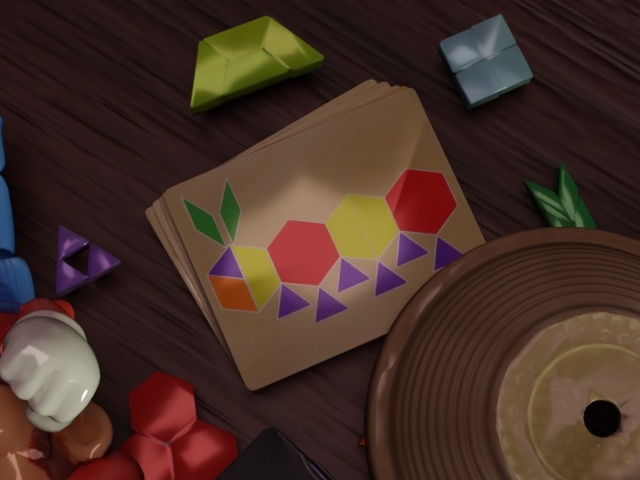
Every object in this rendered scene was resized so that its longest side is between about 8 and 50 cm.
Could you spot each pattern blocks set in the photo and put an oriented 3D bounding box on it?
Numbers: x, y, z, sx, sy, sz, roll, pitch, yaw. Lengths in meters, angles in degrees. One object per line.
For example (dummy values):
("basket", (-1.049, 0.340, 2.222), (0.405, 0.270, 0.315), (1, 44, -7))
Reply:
("pattern blocks set", (0.000, 0.000, 1.033), (0.324, 0.026, 0.285), (-15, 80, -4))

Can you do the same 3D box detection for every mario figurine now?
("mario figurine", (-0.211, 0.065, 0.937), (0.170, 0.198, 0.320), (-19, 67, -9))

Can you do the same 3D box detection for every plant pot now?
("plant pot", (0.145, 0.103, 0.950), (0.237, 0.110, 0.237), (0, 81, -2))

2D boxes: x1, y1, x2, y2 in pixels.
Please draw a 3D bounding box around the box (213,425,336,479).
("box", (-0.047, 0.260, 0.879), (0.270, 0.143, 0.165), (-45, 58, -4))
